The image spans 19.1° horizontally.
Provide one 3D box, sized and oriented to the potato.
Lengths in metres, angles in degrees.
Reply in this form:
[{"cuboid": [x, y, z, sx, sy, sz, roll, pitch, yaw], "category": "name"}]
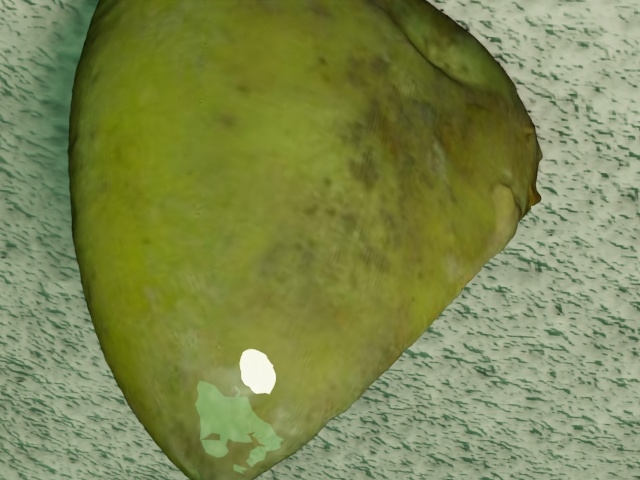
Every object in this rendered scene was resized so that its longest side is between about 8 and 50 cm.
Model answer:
[{"cuboid": [0.000, 0.000, 0.928, 0.269, 0.255, 0.112, 30, 141, -21], "category": "potato"}]
